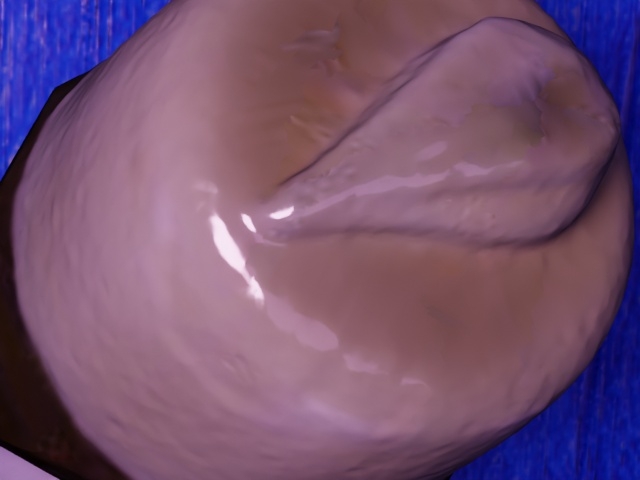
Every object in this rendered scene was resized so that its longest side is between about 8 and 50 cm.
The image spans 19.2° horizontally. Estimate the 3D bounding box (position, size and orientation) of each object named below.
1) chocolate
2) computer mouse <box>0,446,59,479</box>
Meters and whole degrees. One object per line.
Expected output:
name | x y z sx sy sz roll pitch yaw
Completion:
chocolate | 0.000 0.000 0.997 0.314 0.297 0.326 33 72 -10
computer mouse | -0.079 0.211 1.140 0.296 0.121 0.184 23 91 -19
